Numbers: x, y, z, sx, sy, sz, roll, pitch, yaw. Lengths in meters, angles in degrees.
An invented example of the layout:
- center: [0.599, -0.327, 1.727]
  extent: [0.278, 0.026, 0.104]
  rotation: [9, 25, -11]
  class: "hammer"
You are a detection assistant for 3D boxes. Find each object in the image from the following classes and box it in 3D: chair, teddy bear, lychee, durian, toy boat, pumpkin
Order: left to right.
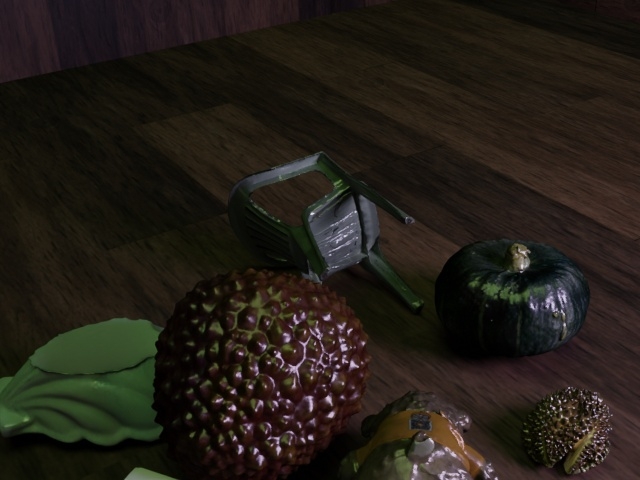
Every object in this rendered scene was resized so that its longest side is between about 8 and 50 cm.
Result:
- center: [-0.270, 0.173, 1.135]
  extent: [0.291, 0.100, 0.199]
  rotation: [-10, 30, -17]
  class: "toy boat"
- center: [-0.076, 0.164, 1.001]
  extent: [0.272, 0.271, 0.271]
  rotation: [-2, 30, 1]
  class: "lychee"
- center: [0.000, 0.000, 1.322]
  extent: [0.191, 0.203, 0.274]
  rotation: [-25, 40, -15]
  class: "chair"
- center: [0.105, 0.241, 0.965]
  extent: [0.177, 0.140, 0.190]
  rotation: [-3, 21, 5]
  class: "teddy bear"
- center: [0.264, 0.074, 1.214]
  extent: [0.212, 0.152, 0.211]
  rotation: [-9, 16, 3]
  class: "pumpkin"
- center: [0.306, 0.214, 1.053]
  extent: [0.110, 0.071, 0.140]
  rotation: [25, 34, 38]
  class: "durian"

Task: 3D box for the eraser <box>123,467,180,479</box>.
- center: [-0.079, 0.319, 0.886]
  extent: [0.298, 0.078, 0.076]
  rotation: [11, 33, 23]
  class: "eraser"
